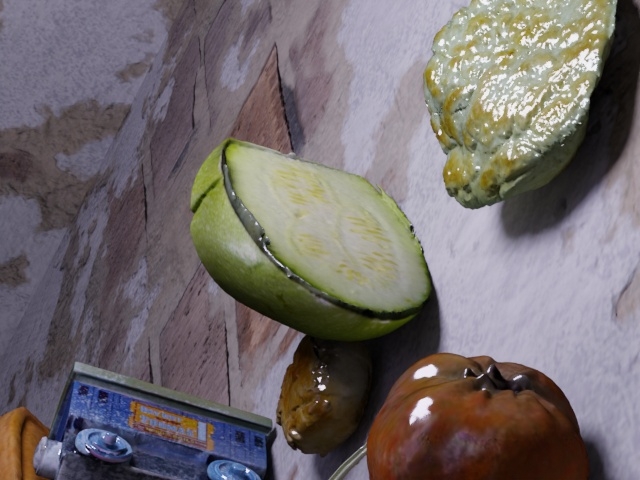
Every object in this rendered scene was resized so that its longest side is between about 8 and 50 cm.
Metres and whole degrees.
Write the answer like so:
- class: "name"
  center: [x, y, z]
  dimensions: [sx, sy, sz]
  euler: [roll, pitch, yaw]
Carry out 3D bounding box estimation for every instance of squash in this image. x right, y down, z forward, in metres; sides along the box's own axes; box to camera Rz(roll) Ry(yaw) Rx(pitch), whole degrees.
- class: "squash"
  center: [0.000, 0.000, 1.724]
  dimensions: [0.309, 0.233, 0.210]
  euler: [1, 75, 69]

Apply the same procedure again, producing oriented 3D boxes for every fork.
- class: "fork"
  center: [0.047, 0.203, 1.579]
  dimensions: [0.219, 0.028, 0.034]
  euler: [-39, 29, 5]

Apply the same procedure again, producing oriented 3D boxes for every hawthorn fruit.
- class: "hawthorn fruit"
  center: [0.127, 0.222, 1.309]
  dimensions: [0.199, 0.199, 0.251]
  euler: [-129, 41, -66]

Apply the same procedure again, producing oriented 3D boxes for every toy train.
- class: "toy train"
  center: [-0.197, 0.272, 1.899]
  dimensions: [0.202, 0.299, 0.131]
  euler: [-101, 31, -66]

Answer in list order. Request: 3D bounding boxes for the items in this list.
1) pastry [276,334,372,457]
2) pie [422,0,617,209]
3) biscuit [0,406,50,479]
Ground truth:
- class: "pastry"
  center: [0.003, 0.170, 1.782]
  dimensions: [0.153, 0.081, 0.153]
  euler: [-168, 90, -72]
- class: "pie"
  center: [0.203, -0.164, 1.555]
  dimensions: [0.257, 0.105, 0.274]
  euler: [-42, 34, 35]
- class: "biscuit"
  center: [-0.310, 0.401, 1.980]
  dimensions: [0.455, 0.078, 0.350]
  euler: [66, 178, -53]
